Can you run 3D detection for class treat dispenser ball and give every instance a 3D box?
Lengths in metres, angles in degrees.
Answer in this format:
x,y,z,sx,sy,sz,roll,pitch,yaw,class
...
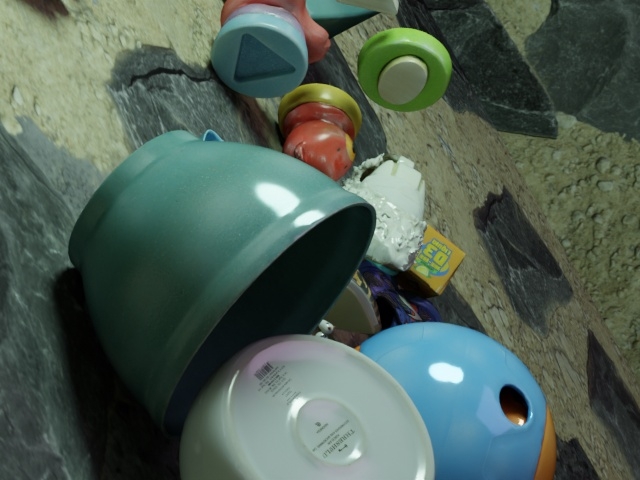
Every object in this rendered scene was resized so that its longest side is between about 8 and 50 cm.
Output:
x,y,z,sx,sy,sz,roll,pitch,yaw,class
0.125,0.237,1.999,0.288,0.288,0.288,54,20,-30,treat dispenser ball

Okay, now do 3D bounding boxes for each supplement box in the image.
x,y,z,sx,sy,sz,roll,pitch,yaw,class
0.150,0.034,2.565,0.078,0.080,0.233,37,-3,-1,supplement box

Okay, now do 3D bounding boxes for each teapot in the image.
x,y,z,sx,sy,sz,roll,pitch,yaw,class
-0.033,0.226,1.615,0.256,0.187,0.252,11,49,-26,teapot

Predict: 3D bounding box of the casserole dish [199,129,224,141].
x,y,z,sx,sy,sz,roll,pitch,yaw,class
-0.126,-0.055,2.104,0.114,0.037,0.188,55,18,-26,casserole dish

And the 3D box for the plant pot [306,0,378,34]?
x,y,z,sx,sy,sz,roll,pitch,yaw,class
-0.041,-0.369,2.613,0.165,0.165,0.234,63,25,-4,plant pot

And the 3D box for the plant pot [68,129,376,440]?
x,y,z,sx,sy,sz,roll,pitch,yaw,class
-0.115,0.018,1.685,0.196,0.293,0.293,41,12,15,plant pot

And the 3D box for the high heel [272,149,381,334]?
x,y,z,sx,sy,sz,roll,pitch,yaw,class
0.000,0.000,2.290,0.261,0.093,0.186,41,33,-33,high heel

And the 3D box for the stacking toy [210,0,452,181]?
x,y,z,sx,sy,sz,roll,pitch,yaw,class
0.015,-0.217,2.373,0.309,0.279,0.130,54,31,-35,stacking toy

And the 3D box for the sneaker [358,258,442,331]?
x,y,z,sx,sy,sz,roll,pitch,yaw,class
0.100,0.109,2.497,0.221,0.083,0.087,42,36,-35,sneaker

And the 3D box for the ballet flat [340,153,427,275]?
x,y,z,sx,sy,sz,roll,pitch,yaw,class
0.083,-0.057,2.425,0.147,0.147,0.409,62,2,-9,ballet flat

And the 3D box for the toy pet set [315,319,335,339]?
x,y,z,sx,sy,sz,roll,pitch,yaw,class
0.005,0.136,2.169,0.114,0.065,0.122,65,17,3,toy pet set

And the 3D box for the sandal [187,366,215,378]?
x,y,z,sx,sy,sz,roll,pitch,yaw,class
-0.096,0.156,1.853,0.179,0.067,0.040,21,88,-55,sandal
